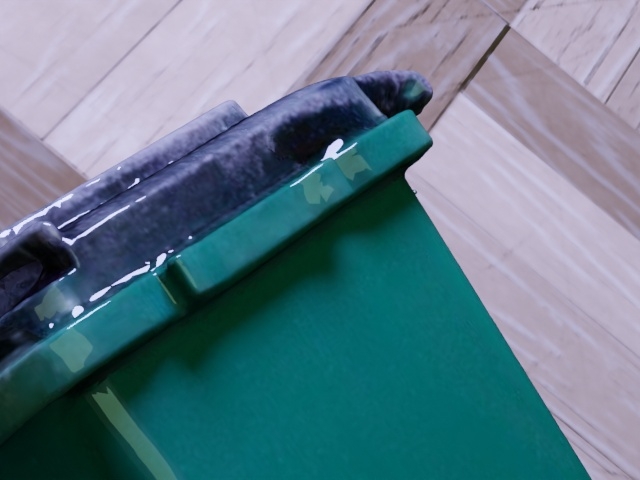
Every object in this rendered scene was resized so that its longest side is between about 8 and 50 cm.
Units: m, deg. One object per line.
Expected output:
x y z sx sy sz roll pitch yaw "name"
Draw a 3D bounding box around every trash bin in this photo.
0.002 0.145 0.819 0.295 0.259 0.381 -35 88 -42 "trash bin"

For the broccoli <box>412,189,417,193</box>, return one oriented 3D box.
0.000 0.000 1.013 0.097 0.095 0.092 15 39 -32 "broccoli"
